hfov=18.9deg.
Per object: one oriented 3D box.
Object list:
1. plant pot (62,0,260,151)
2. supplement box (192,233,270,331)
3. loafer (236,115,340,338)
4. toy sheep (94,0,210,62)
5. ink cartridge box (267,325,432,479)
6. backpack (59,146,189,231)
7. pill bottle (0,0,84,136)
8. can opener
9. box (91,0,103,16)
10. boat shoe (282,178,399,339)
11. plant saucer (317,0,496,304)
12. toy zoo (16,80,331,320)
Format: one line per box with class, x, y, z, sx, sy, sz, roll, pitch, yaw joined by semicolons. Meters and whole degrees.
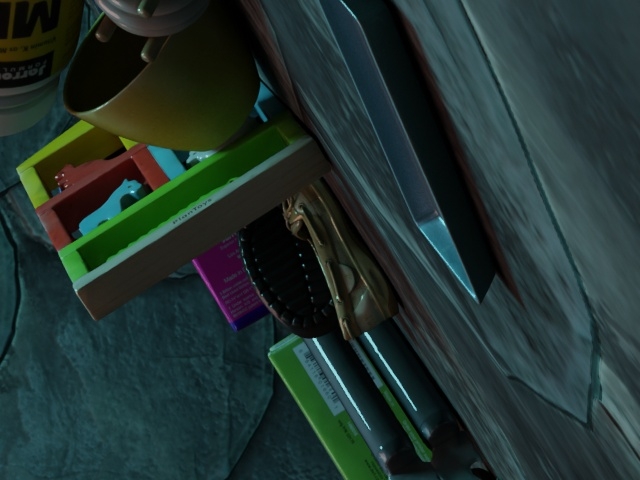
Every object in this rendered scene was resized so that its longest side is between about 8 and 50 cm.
plant pot;-0.098;-0.116;1.323;0.095;0.134;0.134;37;-173;-29
supplement box;-0.085;-0.047;1.646;0.220;0.114;0.111;61;177;-8
loafer;-0.029;-0.019;1.499;0.078;0.080;0.220;58;-172;-66
toy sheep;-0.106;-0.169;1.196;0.091;0.091;0.132;58;164;13
ink cartridge box;0.042;0.168;1.802;0.189;0.097;0.255;58;177;7
backpack;-0.144;-0.040;1.529;0.105;0.114;0.084;-103;-13;-46
pill bottle;-0.212;-0.171;1.258;0.119;0.119;0.208;56;151;26
can opener;0.074;0.159;1.503;0.283;0.076;0.095;57;175;33
box;-0.180;-0.217;1.873;0.183;0.059;0.233;57;176;38
boat shoe;0.000;0.001;1.407;0.153;0.048;0.056;57;175;16
plant saucer;0.037;-0.051;0.844;0.067;0.018;0.192;55;175;43
toy zoo;-0.120;-0.060;1.407;0.030;0.192;0.293;60;175;-28
